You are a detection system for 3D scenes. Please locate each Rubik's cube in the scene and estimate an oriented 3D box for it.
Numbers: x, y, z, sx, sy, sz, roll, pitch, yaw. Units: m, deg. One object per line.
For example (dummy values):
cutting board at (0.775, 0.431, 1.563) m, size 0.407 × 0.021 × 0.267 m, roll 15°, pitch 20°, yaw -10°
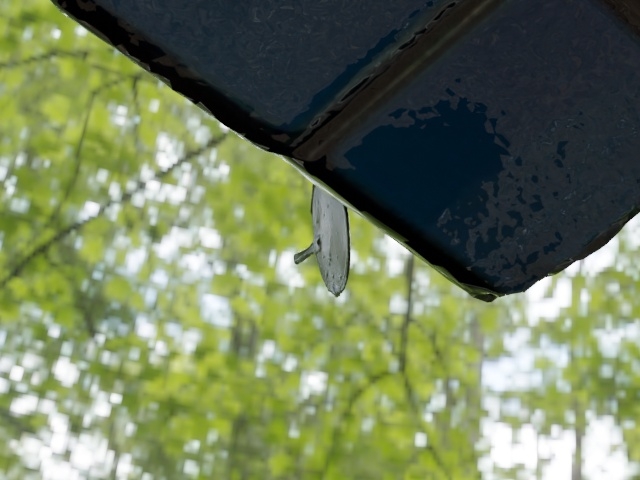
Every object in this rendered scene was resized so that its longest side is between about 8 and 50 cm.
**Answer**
Rubik's cube at (0.040, -0.123, 0.405) m, size 0.183 × 0.180 × 0.167 m, roll -38°, pitch -55°, yaw 26°

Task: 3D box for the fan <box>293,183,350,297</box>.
fan at (0.000, 0.000, 1.068) m, size 0.005 × 0.085 × 0.133 m, roll -5°, pitch -12°, yaw -16°
